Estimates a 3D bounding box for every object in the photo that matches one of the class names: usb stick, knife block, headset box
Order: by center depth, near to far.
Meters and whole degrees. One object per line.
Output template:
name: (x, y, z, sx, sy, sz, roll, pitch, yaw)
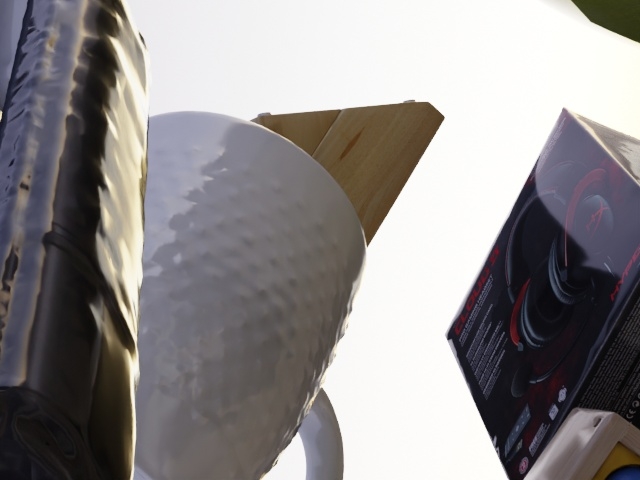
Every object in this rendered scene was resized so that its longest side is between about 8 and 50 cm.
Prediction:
usb stick: (-0.084, -0.007, 0.455, 0.278, 0.045, 0.077, -97, -10, -54)
headset box: (0.202, 0.045, 1.017, 0.293, 0.110, 0.218, -104, 38, -68)
knife block: (0.000, 0.000, 1.313, 0.088, 0.275, 0.242, -15, 84, 61)

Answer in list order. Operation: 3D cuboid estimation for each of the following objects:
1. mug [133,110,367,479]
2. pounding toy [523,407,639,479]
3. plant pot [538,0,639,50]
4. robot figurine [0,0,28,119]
mug: (-0.107, 0.129, 1.198, 0.374, 0.276, 0.328, 51, -141, -24)
pounding toy: (0.221, 0.170, 0.816, 0.206, 0.181, 0.094, -54, 1, -6)
plant pot: (0.221, -0.245, 0.914, 0.293, 0.274, 0.275, 36, -120, -40)
robot figurine: (-0.257, -0.079, 0.704, 0.200, 0.299, 0.353, 58, -156, -49)
